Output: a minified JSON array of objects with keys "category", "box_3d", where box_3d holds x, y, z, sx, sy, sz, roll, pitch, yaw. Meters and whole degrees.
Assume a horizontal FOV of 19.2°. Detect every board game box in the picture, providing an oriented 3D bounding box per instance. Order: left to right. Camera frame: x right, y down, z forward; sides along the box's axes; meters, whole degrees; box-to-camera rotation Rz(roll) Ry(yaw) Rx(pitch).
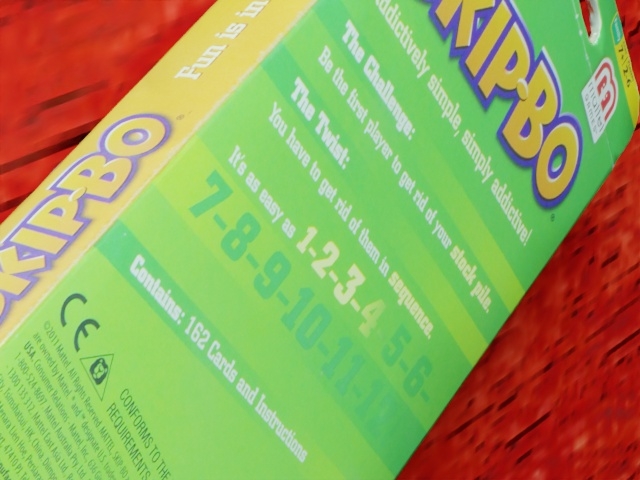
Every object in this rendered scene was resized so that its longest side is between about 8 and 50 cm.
[{"category":"board game box","box_3d":[0.000,0.000,0.447,0.259,0.039,0.124,-49,135,-32]}]
